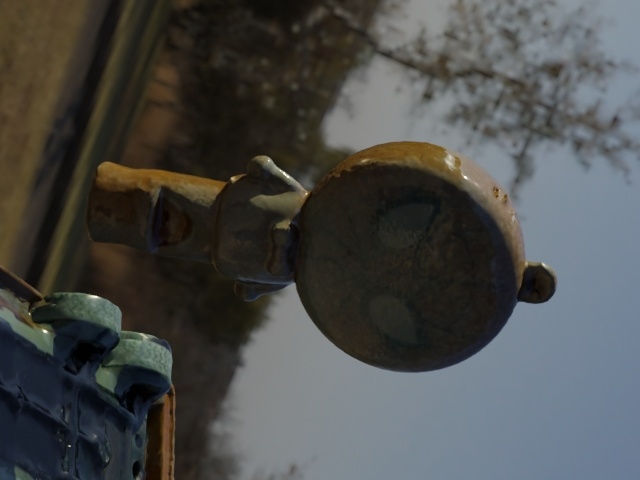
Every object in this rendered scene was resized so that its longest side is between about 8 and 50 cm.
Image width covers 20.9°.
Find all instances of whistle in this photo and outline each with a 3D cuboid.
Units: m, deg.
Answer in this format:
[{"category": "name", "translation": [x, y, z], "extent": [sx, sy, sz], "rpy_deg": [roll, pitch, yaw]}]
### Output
[{"category": "whistle", "translation": [0.000, 0.000, 0.800], "extent": [0.057, 0.220, 0.107], "rpy_deg": [-66, 164, -66]}]

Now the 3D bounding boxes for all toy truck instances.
[{"category": "toy truck", "translation": [-0.209, 0.082, 0.816], "extent": [0.338, 0.184, 0.133], "rpy_deg": [44, 39, -56]}]
